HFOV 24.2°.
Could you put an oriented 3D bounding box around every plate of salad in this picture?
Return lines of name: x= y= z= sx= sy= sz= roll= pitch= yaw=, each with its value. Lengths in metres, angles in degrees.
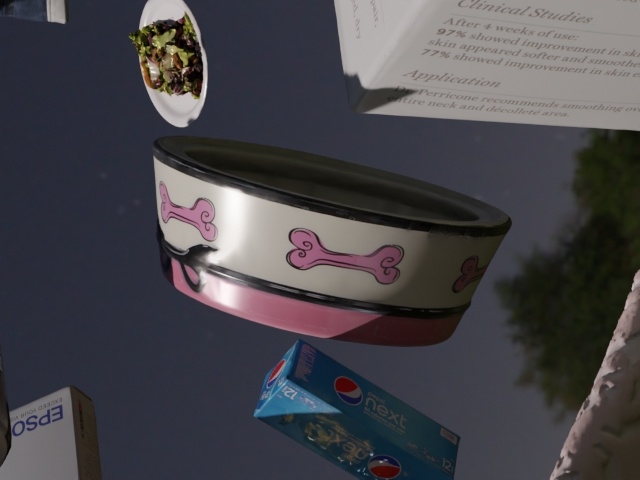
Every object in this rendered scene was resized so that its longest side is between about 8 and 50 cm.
plate of salad: x=-0.224 y=-0.263 z=2.174 sx=0.048 sy=0.200 sz=0.200 roll=-13 pitch=-65 yaw=-33

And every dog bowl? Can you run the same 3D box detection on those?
dog bowl: x=0.000 y=0.000 z=1.673 sx=0.408 sy=0.408 sz=0.150 roll=-14 pitch=-61 yaw=-69

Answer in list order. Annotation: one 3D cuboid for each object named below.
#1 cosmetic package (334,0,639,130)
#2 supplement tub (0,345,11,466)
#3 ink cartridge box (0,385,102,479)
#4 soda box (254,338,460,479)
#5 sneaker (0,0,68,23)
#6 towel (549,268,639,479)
cosmetic package: x=0.219 y=-0.328 z=1.271 sx=0.394 sy=0.329 sz=0.327 roll=130 pitch=138 yaw=-58
supplement tub: x=-0.462 y=0.120 z=1.697 sx=0.193 sy=0.193 sz=0.316 roll=73 pitch=179 yaw=-52
ink cartridge box: x=-0.420 y=0.383 z=1.869 sx=0.071 sy=0.324 sz=0.330 roll=51 pitch=-160 yaw=-49
soda box: x=0.040 y=0.194 z=1.557 sx=0.071 sy=0.210 sz=0.067 roll=-49 pitch=15 yaw=36
sneaker: x=-0.361 y=-0.353 z=1.645 sx=0.086 sy=0.163 sz=0.226 roll=-116 pitch=27 yaw=-74
towel: x=0.333 y=0.197 z=1.167 sx=0.053 sy=0.317 sz=0.332 roll=-41 pitch=12 yaw=48
